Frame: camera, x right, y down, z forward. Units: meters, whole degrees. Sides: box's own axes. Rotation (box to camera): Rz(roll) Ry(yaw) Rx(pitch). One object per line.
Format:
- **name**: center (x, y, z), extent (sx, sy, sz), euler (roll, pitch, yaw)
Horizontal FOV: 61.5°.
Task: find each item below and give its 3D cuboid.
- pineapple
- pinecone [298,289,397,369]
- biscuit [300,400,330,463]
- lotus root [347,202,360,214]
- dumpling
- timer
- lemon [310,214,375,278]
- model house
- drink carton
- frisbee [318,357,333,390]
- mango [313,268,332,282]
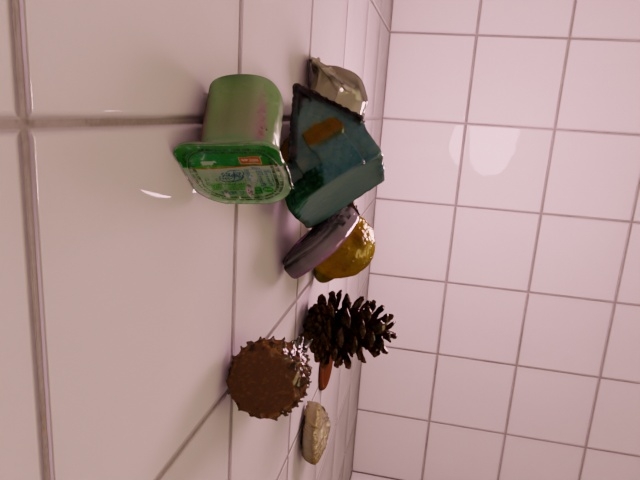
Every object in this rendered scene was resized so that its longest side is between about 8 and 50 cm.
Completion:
- **pineapple**: center (-0.079, 0.280, 1.130), extent (0.364, 0.166, 0.165), euler (54, 44, -78)
- **pinecone**: center (0.081, 0.266, 1.635), extent (0.244, 0.309, 0.243), euler (-177, -90, -78)
- **biscuit**: center (-0.016, 0.675, 1.850), extent (0.281, 0.084, 0.179), euler (81, 18, -56)
- **lotus root**: center (0.064, -0.149, 1.804), extent (0.167, 0.078, 0.329), euler (64, 6, 14)
- **dumpling**: center (0.035, -0.379, 1.386), extent (0.193, 0.147, 0.258), euler (57, 4, 30)
- **timer**: center (0.000, 0.000, 1.318), extent (0.069, 0.191, 0.208), euler (49, 34, -7)
- **lemon**: center (0.058, 0.014, 1.548), extent (0.231, 0.192, 0.192), euler (-32, -136, 60)
- **model house**: center (-0.016, -0.200, 1.158), extent (0.248, 0.230, 0.280), euler (56, 1, 11)
- **drink carton**: center (-0.111, -0.147, 0.770), extent (0.144, 0.146, 0.142), euler (77, 14, -61)
- **frisbee**: center (0.027, 0.467, 2.126), extent (0.251, 0.021, 0.250), euler (6, 90, -78)
- **mango**: center (0.067, 0.043, 1.711), extent (0.227, 0.099, 0.136), euler (-43, 133, -8)
